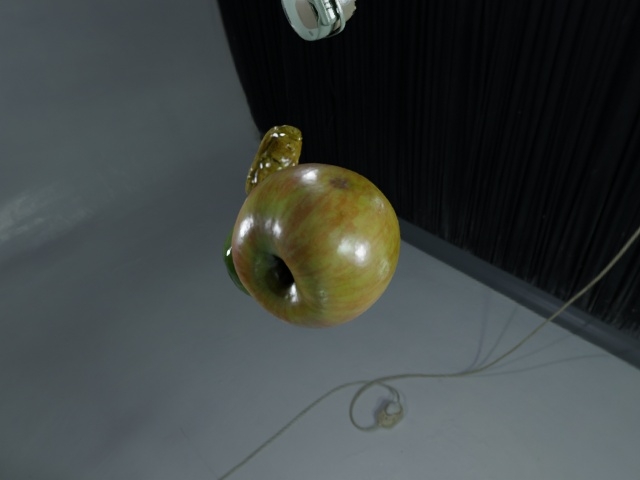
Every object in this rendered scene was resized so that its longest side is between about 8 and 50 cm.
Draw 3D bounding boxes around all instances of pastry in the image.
[{"bbox_3d":[-0.139,-0.228,1.387,0.132,0.235,0.240,14,7,-10],"label":"pastry"}]

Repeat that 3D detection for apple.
[{"bbox_3d":[0.000,0.000,0.755,0.265,0.264,0.264,-4,41,4],"label":"apple"}]

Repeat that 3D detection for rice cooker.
[{"bbox_3d":[-0.007,-0.549,1.082,0.127,0.145,0.206,-42,35,-19],"label":"rice cooker"}]

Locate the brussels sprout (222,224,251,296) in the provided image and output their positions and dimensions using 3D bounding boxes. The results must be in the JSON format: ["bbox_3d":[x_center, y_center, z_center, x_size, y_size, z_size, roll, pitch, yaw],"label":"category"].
[{"bbox_3d":[-0.126,0.027,1.163,0.210,0.219,0.271,-30,19,18],"label":"brussels sprout"}]
